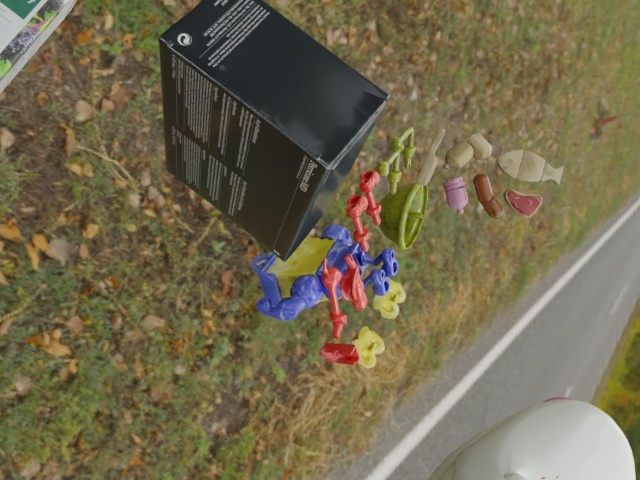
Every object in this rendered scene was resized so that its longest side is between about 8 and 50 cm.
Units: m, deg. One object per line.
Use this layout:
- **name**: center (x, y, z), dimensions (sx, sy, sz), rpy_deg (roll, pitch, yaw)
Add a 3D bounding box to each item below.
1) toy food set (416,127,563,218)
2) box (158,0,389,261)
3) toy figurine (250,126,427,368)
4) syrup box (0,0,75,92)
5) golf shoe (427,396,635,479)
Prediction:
- **toy food set**: center (0.155, -0.056, 0.619), dimensions (0.019, 0.122, 0.078), rpy_deg (-33, 146, -86)
- **box**: center (-0.061, -0.104, 0.680), dimensions (0.103, 0.184, 0.261), rpy_deg (-49, 176, -22)
- **toy figurine**: center (0.000, 0.000, 0.926), dimensions (0.363, 0.217, 0.191), rpy_deg (-59, 138, -44)
- **syrup box**: center (-0.379, -0.245, 0.764), dimensions (0.093, 0.096, 0.237), rpy_deg (37, 59, -22)
- **golf shoe**: center (0.067, 0.173, 0.284), dimensions (0.306, 0.115, 0.140), rpy_deg (-39, 161, -30)
